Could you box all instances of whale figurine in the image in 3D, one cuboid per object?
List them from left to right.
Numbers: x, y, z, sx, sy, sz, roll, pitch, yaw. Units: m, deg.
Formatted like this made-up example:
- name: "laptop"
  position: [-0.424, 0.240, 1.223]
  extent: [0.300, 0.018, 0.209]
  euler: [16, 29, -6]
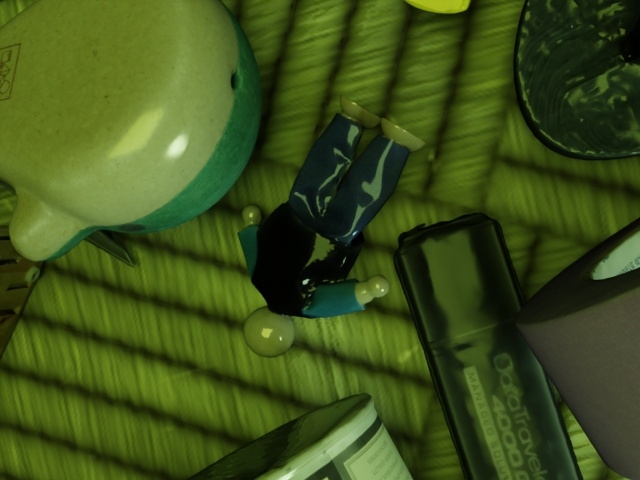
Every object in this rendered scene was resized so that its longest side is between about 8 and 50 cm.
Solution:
- name: "whale figurine"
  position: [-0.163, -0.085, 0.559]
  extent: [0.271, 0.141, 0.217]
  euler: [-5, 72, 26]

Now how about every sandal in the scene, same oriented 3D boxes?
- name: "sandal"
  position: [0.305, -0.212, 0.471]
  extent: [0.445, 0.107, 0.168]
  euler: [-34, 85, 10]

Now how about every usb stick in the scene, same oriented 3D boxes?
- name: "usb stick"
  position: [0.123, 0.117, 0.544]
  extent: [0.077, 0.045, 0.278]
  euler: [-18, 87, 3]

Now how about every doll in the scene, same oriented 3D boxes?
- name: "doll"
  position: [0.000, 0.000, 0.560]
  extent: [0.129, 0.046, 0.189]
  euler: [34, 99, 28]

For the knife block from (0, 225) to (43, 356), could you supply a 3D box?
- name: "knife block"
  position: [-0.376, 0.067, 0.614]
  extent: [0.242, 0.088, 0.276]
  euler: [28, 96, 9]

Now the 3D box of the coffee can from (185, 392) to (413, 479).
- name: "coffee can"
  position: [0.010, 0.262, 0.488]
  extent: [0.201, 0.201, 0.275]
  euler: [-29, 85, 10]

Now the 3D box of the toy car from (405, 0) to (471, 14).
- name: "toy car"
  position: [0.096, -0.295, 0.538]
  extent: [0.239, 0.053, 0.225]
  euler: [-42, 83, 8]

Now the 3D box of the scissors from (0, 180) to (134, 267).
- name: "scissors"
  position: [-0.271, -0.061, 0.630]
  extent: [0.109, 0.021, 0.297]
  euler: [-41, 85, 6]

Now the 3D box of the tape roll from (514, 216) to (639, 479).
- name: "tape roll"
  position: [0.238, 0.006, 0.402]
  extent: [0.274, 0.275, 0.090]
  euler: [-34, 85, 9]
